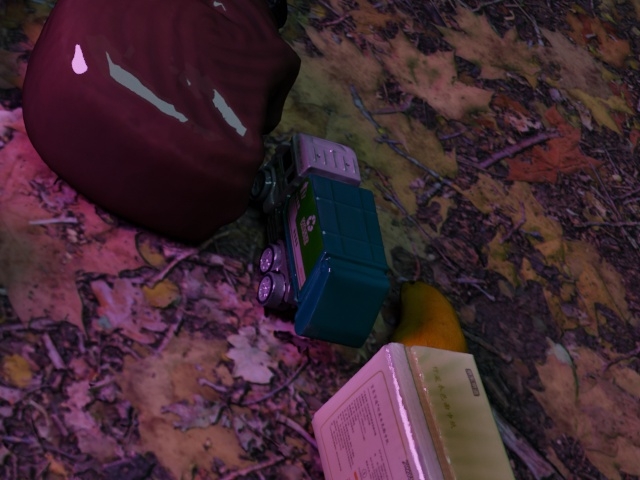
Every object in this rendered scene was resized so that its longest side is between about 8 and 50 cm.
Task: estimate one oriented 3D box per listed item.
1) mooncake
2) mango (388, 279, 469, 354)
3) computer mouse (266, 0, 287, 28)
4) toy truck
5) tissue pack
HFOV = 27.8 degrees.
[{"bbox_3d":[-0.160,-0.167,1.401,0.326,0.174,0.334,-19,65,-47],"label":"mooncake"},{"bbox_3d":[0.118,0.122,1.417,0.098,0.075,0.190,31,34,-18],"label":"mango"},{"bbox_3d":[-0.126,-0.367,1.677,0.242,0.077,0.146,45,39,8],"label":"computer mouse"},{"bbox_3d":[0.000,0.000,1.406,0.114,0.124,0.253,15,48,-29],"label":"toy truck"},{"bbox_3d":[0.095,0.239,1.225,0.125,0.159,0.234,8,49,-31],"label":"tissue pack"}]
